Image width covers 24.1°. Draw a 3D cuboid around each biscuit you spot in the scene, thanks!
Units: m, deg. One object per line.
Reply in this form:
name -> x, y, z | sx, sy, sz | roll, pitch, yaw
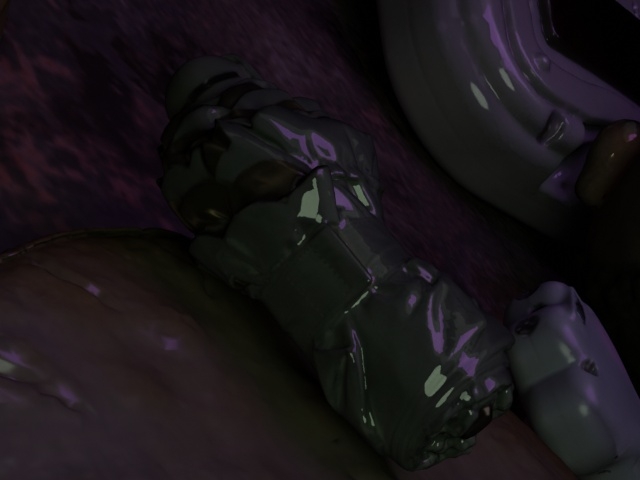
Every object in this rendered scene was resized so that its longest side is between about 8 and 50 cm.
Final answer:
biscuit -> -0.023, 0.048, 0.428 | 0.290, 0.038, 0.141 | 2, 43, -55

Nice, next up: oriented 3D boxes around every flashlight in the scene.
flashlight -> 0.130, 0.109, 0.621 | 0.200, 0.047, 0.093 | 58, 18, -16

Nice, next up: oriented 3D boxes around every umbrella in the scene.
umbrella -> 0.000, 0.000, 0.429 | 0.067, 0.062, 0.143 | -24, 63, -28

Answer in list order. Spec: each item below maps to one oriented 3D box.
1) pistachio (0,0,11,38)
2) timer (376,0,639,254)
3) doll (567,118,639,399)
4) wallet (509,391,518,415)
pistachio -> -0.144, -0.093, 0.320 | 0.157, 0.157, 0.229 | 26, 27, -47
timer -> 0.139, -0.117, 0.907 | 0.262, 0.087, 0.237 | 25, 47, -41
doll -> 0.284, 0.059, 0.812 | 0.349, 0.247, 0.247 | 53, 20, -19
wallet -> 0.049, 0.078, 0.569 | 0.095, 0.026, 0.176 | 45, 22, -10
